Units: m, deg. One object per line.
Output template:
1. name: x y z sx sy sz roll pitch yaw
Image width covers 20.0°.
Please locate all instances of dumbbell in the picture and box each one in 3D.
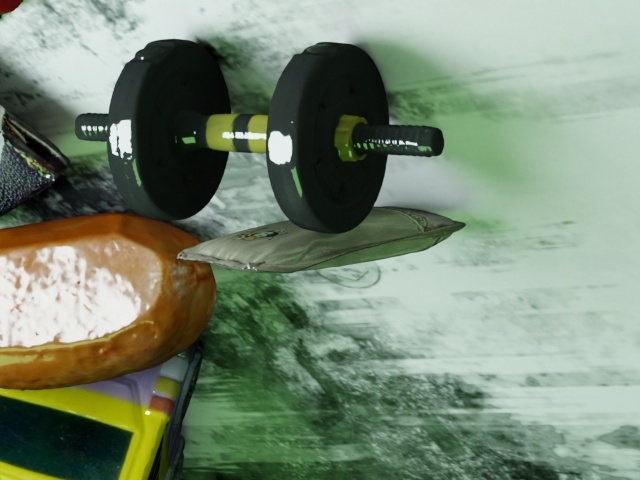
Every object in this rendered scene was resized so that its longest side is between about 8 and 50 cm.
1. dumbbell: -0.054 -0.081 1.379 0.326 0.143 0.143 5 143 30

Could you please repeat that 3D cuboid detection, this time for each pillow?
1. pillow: 0.000 0.000 1.425 0.131 0.233 0.038 9 105 48

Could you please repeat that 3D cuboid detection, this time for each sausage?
1. sausage: -0.222 0.055 1.653 0.268 0.153 0.141 -10 175 12

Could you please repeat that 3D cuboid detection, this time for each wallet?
1. wallet: -0.356 -0.103 1.617 0.221 0.071 0.262 41 154 -17

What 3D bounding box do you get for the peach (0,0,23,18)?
1. peach: -0.327 -0.249 1.399 0.189 0.068 0.279 7 144 25

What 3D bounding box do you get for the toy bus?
1. toy bus: -0.262 0.258 1.899 0.209 0.249 0.440 16 147 1
